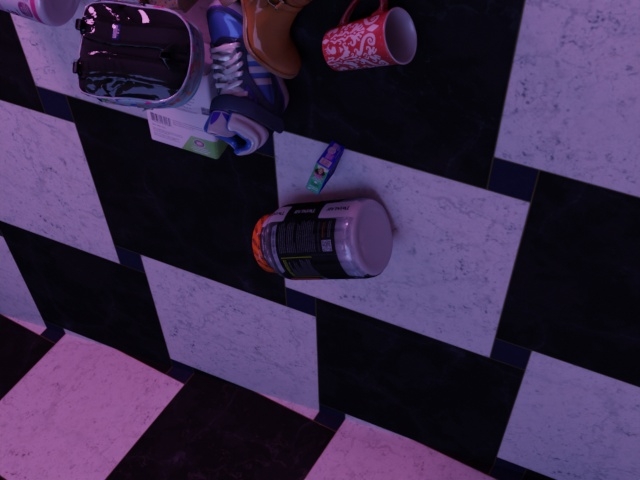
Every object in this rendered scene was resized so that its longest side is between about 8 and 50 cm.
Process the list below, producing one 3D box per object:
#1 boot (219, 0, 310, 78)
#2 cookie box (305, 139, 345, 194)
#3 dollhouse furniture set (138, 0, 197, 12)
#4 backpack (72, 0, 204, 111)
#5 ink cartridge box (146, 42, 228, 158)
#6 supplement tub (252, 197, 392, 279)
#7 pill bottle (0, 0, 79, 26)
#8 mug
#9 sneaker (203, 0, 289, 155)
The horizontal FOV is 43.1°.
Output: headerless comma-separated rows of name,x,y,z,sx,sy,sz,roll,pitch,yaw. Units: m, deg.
boot,-0.071,-0.485,1.694,0.220,0.109,0.283,-15,118,39
cookie box,0.012,-0.178,1.992,0.040,0.092,0.107,31,144,4
dollhouse furniture set,-0.308,-0.577,1.730,0.182,0.101,0.161,9,139,26
backpack,-0.379,-0.396,1.765,0.254,0.225,0.191,6,-178,13
ink cartridge box,-0.326,-0.356,1.993,0.198,0.114,0.273,19,142,14
supplement tub,0.000,0.000,2.114,0.338,0.207,0.207,-3,133,36
pill bottle,-0.726,-0.620,1.918,0.283,0.160,0.160,20,143,14
mug,0.098,-0.421,1.660,0.169,0.150,0.113,-2,170,41
sneaker,-0.196,-0.347,1.811,0.130,0.236,0.322,1,135,33
